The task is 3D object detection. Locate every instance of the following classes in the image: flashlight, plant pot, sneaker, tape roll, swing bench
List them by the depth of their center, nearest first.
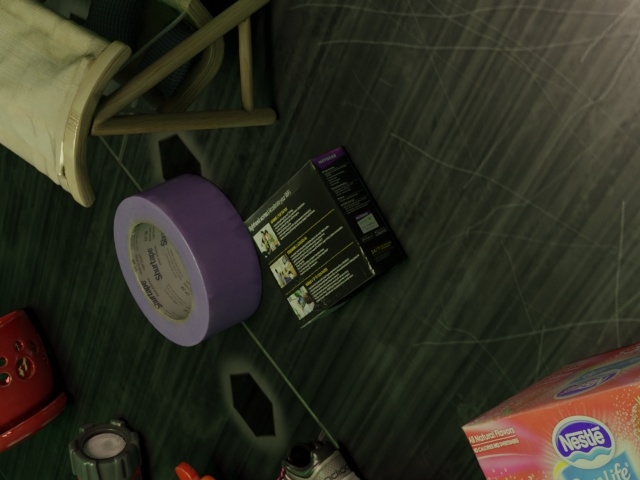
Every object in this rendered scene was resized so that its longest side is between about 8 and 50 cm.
[{"bbox_3d":[-0.221,-0.188,1.562,0.253,0.255,0.165,31,135,40],"label":"swing bench"},{"bbox_3d":[-0.022,0.271,1.781,0.170,0.063,0.074,-22,93,53],"label":"sneaker"},{"bbox_3d":[-0.157,0.023,1.782,0.189,0.080,0.189,33,136,40],"label":"tape roll"},{"bbox_3d":[-0.303,0.406,2.241,0.103,0.103,0.304,-114,18,-52],"label":"flashlight"},{"bbox_3d":[-0.488,0.221,2.294,0.174,0.191,0.191,60,148,-5],"label":"plant pot"}]

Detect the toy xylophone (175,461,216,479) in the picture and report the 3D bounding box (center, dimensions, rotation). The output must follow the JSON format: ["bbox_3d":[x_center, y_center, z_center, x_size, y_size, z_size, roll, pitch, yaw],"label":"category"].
[{"bbox_3d":[-0.083,0.413,1.940,0.323,0.081,0.236,12,134,49],"label":"toy xylophone"}]

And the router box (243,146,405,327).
[{"bbox_3d":[0.000,0.000,1.573,0.133,0.046,0.179,61,147,6],"label":"router box"}]

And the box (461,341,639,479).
[{"bbox_3d":[0.271,0.162,1.210,0.300,0.142,0.154,-26,89,58],"label":"box"}]
